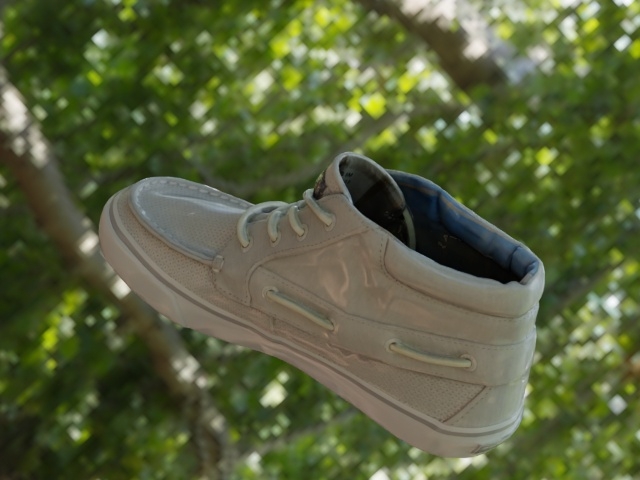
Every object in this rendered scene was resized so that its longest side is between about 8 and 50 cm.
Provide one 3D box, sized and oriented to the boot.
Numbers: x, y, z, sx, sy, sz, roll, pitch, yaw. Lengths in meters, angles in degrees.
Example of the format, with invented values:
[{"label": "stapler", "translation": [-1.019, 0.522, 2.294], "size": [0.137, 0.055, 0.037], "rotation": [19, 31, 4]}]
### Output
[{"label": "boot", "translation": [0.000, 0.000, 0.951], "size": [0.258, 0.095, 0.123], "rotation": [27, -50, 20]}]
